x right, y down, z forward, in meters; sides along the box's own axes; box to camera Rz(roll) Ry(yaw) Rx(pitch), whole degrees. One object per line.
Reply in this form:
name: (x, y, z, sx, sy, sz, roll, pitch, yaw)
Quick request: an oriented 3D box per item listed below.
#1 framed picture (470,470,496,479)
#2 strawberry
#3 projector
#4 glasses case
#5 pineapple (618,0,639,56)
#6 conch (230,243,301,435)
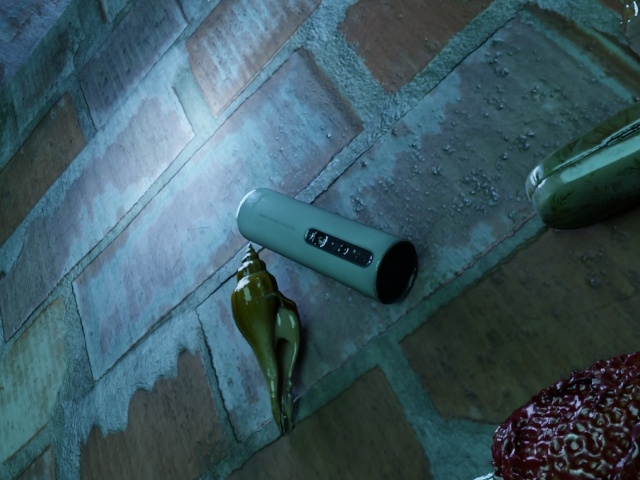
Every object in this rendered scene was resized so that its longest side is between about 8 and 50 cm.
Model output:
framed picture: (0.300, 0.352, 0.711, 0.252, 0.014, 0.197, -34, 56, 23)
strawberry: (0.296, 0.240, 0.677, 0.188, 0.106, 0.286, 38, 97, 38)
projector: (0.000, 0.000, 1.004, 0.337, 0.108, 0.108, 23, 88, 40)
glasses case: (0.445, -0.138, 0.686, 0.425, 0.156, 0.098, -31, 59, 24)
pineapple: (0.507, -0.378, 0.751, 0.170, 0.141, 0.310, 19, 78, 44)
conch: (-0.090, 0.166, 1.029, 0.093, 0.109, 0.330, 156, 102, -72)
